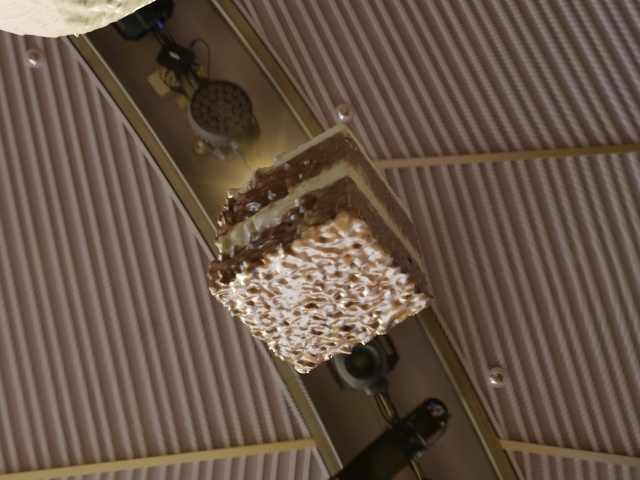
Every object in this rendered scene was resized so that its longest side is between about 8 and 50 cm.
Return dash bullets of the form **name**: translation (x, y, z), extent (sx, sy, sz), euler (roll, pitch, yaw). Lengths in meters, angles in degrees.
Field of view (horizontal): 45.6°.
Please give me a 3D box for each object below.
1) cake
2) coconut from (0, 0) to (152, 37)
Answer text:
- **cake**: translation (0.000, 0.000, 0.599), extent (0.135, 0.134, 0.147), euler (-27, -142, 19)
- **coconut**: translation (-0.267, -0.406, 0.768), extent (0.405, 0.404, 0.404), euler (0, -98, 1)
